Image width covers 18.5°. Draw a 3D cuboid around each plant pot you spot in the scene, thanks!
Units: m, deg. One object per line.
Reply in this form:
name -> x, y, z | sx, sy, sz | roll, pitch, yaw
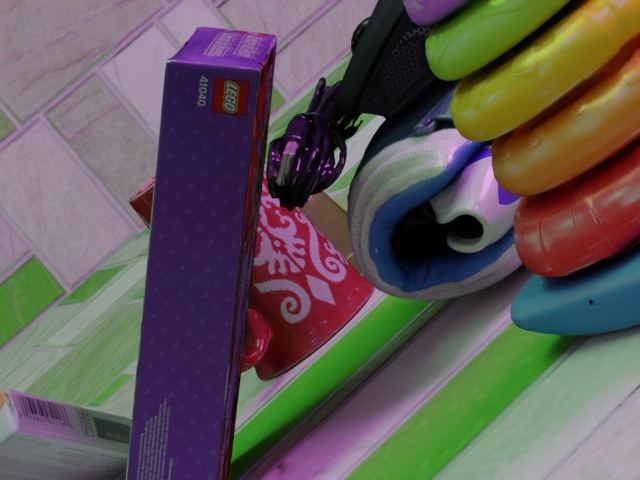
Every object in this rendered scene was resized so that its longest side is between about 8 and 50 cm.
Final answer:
plant pot -> 0.000, 0.000, 1.578 | 0.083, 0.079, 0.083 | -39, 9, 7

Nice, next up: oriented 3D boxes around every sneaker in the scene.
sneaker -> 0.154, -0.075, 1.198 | 0.323, 0.130, 0.236 | -32, 19, 27

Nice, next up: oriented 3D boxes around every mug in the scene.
mug -> -0.057, 0.009, 1.464 | 0.113, 0.169, 0.150 | -37, 8, 13

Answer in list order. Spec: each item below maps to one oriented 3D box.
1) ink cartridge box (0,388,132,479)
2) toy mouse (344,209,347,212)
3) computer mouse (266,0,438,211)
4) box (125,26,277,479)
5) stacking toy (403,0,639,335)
ink cartridge box -> -0.250, 0.186, 1.543 | 0.179, 0.045, 0.145 | -33, -31, 26
toy mouse -> 0.024, -0.022, 1.758 | 0.161, 0.031, 0.143 | -42, 8, -17
computer mouse -> 0.062, -0.143, 1.240 | 0.272, 0.072, 0.188 | -40, 9, 19
box -> -0.072, 0.025, 1.199 | 0.201, 0.057, 0.293 | -86, 3, -78
stacking toy -> 0.101, -0.116, 0.965 | 0.166, 0.302, 0.175 | -44, 8, -28
